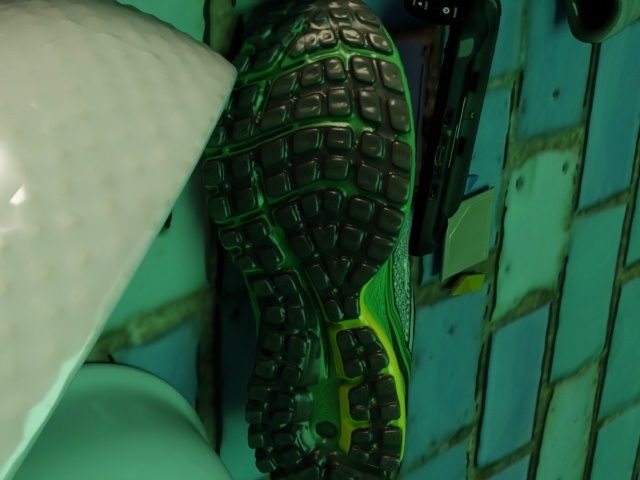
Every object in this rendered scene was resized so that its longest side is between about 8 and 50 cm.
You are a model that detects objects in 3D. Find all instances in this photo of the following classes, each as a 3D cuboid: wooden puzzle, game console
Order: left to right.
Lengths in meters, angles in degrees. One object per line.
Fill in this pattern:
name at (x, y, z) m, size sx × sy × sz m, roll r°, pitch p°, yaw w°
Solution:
game console at (0.095, -0.145, 0.857) m, size 0.213 × 0.043 × 0.361 m, roll -54°, pitch 157°, yaw -52°
wooden puzzle at (0.121, -0.005, 1.055) m, size 0.078 × 0.014 × 0.116 m, roll -18°, pitch 123°, yaw -47°

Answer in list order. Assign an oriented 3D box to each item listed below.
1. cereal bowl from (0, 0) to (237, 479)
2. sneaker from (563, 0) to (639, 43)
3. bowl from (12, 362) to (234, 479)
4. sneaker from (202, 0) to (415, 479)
cereal bowl at (-0.183, 0.031, 0.537) m, size 0.141 × 0.339 × 0.339 m, roll 32°, pitch 83°, yaw -11°
sneaker at (0.207, -0.255, 0.953) m, size 0.108 × 0.100 × 0.271 m, roll -49°, pitch 139°, yaw -12°
bowl at (-0.142, 0.238, 0.791) m, size 0.297 × 0.134 × 0.298 m, roll -26°, pitch 128°, yaw -38°
sneaker at (0.000, 0.000, 0.859) m, size 0.146 × 0.134 × 0.344 m, roll -65°, pitch 157°, yaw -70°
